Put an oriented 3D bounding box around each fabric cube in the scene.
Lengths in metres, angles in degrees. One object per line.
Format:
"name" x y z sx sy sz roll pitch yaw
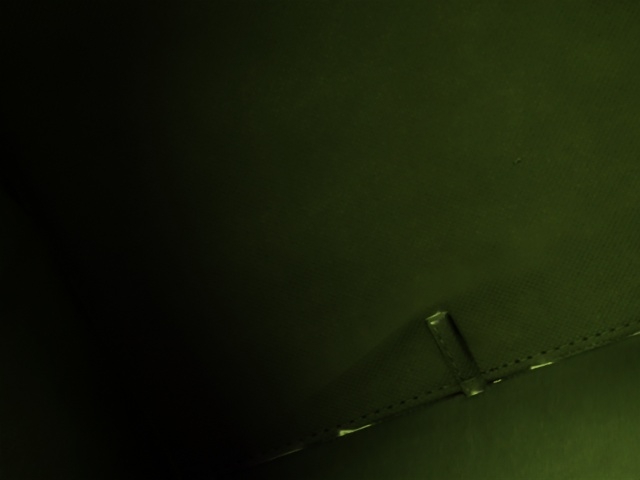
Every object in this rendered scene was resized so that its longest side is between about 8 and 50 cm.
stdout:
"fabric cube" 0.000 0.000 0.509 0.254 0.258 0.259 -21 112 15

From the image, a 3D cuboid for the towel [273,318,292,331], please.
"towel" -0.030 -0.025 0.689 0.067 0.029 0.119 2 89 16
